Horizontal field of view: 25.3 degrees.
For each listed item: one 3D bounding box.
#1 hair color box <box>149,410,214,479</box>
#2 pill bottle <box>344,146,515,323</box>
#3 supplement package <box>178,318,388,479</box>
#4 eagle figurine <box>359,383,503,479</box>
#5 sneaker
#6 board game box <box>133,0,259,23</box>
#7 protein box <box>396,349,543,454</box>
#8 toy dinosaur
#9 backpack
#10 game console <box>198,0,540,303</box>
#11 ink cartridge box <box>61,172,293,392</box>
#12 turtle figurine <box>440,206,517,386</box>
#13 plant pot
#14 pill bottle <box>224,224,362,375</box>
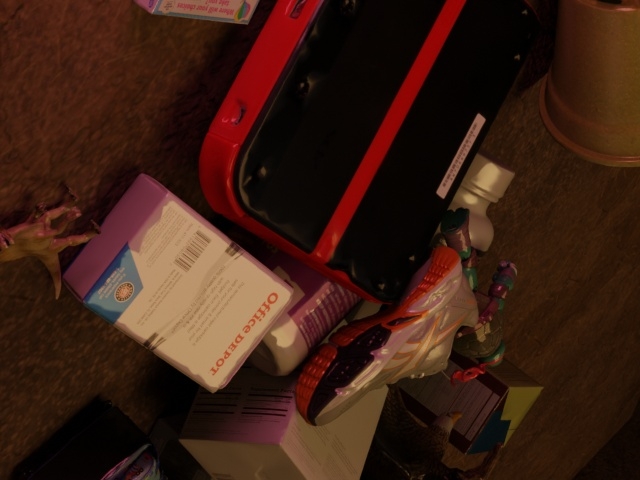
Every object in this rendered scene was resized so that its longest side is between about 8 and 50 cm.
[{"bbox_3d":[-0.115,0.321,1.963,0.374,0.113,0.185,-4,126,-60],"label":"hair color box"},{"bbox_3d":[0.118,0.010,1.886,0.318,0.176,0.176,-58,156,11],"label":"pill bottle"},{"bbox_3d":[-0.040,0.211,1.753,0.194,0.149,0.203,58,41,-42],"label":"supplement package"},{"bbox_3d":[0.124,0.298,2.137,0.226,0.298,0.225,-61,159,14],"label":"eagle figurine"},{"bbox_3d":[0.090,0.134,1.650,0.262,0.099,0.121,-43,121,-13],"label":"sneaker"},{"bbox_3d":[-0.096,-0.254,1.311,0.154,0.026,0.103,-7,130,-59],"label":"board game box"},{"bbox_3d":[0.231,0.242,2.386,0.136,0.201,0.200,-58,156,10],"label":"protein box"},{"bbox_3d":[-0.259,-0.003,1.347,0.092,0.053,0.183,-34,164,-1],"label":"toy dinosaur"},{"bbox_3d":[-0.259,0.296,1.660,0.158,0.117,0.173,-41,156,-25],"label":"backpack"},{"bbox_3d":[0.061,-0.153,1.516,0.342,0.060,0.387,32,85,-48],"label":"game console"},{"bbox_3d":[-0.144,0.045,1.458,0.190,0.082,0.140,40,87,-34],"label":"ink cartridge box"},{"bbox_3d":[0.179,0.081,1.780,0.175,0.118,0.234,-33,118,-6],"label":"turtle figurine"},{"bbox_3d":[0.437,-0.289,2.007,0.276,0.276,0.254,-43,144,-22],"label":"plant pot"},{"bbox_3d":[0.000,0.000,1.662,0.301,0.169,0.169,-45,155,-19],"label":"pill bottle"}]
